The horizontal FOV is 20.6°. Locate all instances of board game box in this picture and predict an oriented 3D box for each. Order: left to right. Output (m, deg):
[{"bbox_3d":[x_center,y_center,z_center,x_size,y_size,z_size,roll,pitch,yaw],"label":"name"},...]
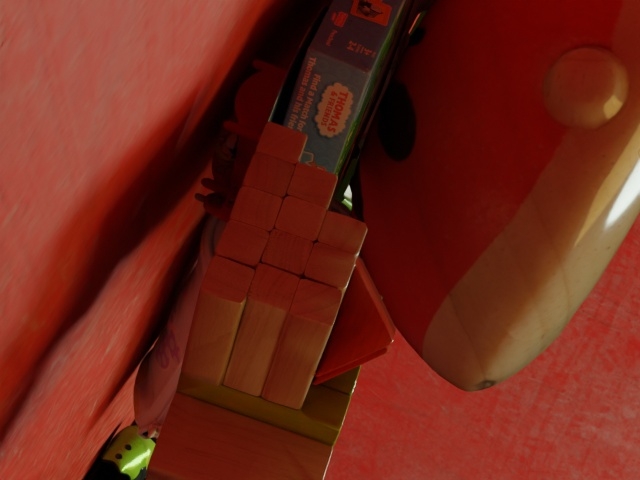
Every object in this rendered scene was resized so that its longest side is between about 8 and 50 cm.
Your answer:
[{"bbox_3d":[-0.042,-0.052,0.948,0.133,0.033,0.169,-61,172,-71],"label":"board game box"},{"bbox_3d":[0.015,-0.092,0.981,0.211,0.039,0.160,-68,178,-50],"label":"board game box"}]

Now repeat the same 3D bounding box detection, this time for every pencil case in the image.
[{"bbox_3d":[-0.059,0.065,1.280,0.124,0.113,0.273,-22,160,-29],"label":"pencil case"}]

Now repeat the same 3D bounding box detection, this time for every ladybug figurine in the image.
[{"bbox_3d":[0.124,-0.062,1.114,0.305,0.162,0.449,-60,175,-10],"label":"ladybug figurine"}]

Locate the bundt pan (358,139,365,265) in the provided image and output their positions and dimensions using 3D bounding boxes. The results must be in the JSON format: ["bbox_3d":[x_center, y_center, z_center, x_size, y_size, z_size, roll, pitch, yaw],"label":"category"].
[{"bbox_3d":[0.000,0.000,1.535,0.331,0.124,0.331,-56,177,-4],"label":"bundt pan"}]

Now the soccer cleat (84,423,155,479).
[{"bbox_3d":[-0.197,0.239,1.589,0.072,0.060,0.179,-39,158,-52],"label":"soccer cleat"}]

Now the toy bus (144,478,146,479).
[{"bbox_3d":[-0.135,0.218,1.793,0.220,0.149,0.211,124,-15,-53],"label":"toy bus"}]

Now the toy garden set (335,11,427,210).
[{"bbox_3d":[0.077,-0.125,1.308,0.244,0.049,0.204,-61,150,-2],"label":"toy garden set"}]

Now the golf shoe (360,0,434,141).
[{"bbox_3d":[0.028,-0.136,1.153,0.086,0.069,0.176,-21,142,-57],"label":"golf shoe"}]

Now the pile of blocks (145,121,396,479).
[{"bbox_3d":[-0.028,0.119,0.911,0.149,0.112,0.362,-70,179,-59],"label":"pile of blocks"}]
